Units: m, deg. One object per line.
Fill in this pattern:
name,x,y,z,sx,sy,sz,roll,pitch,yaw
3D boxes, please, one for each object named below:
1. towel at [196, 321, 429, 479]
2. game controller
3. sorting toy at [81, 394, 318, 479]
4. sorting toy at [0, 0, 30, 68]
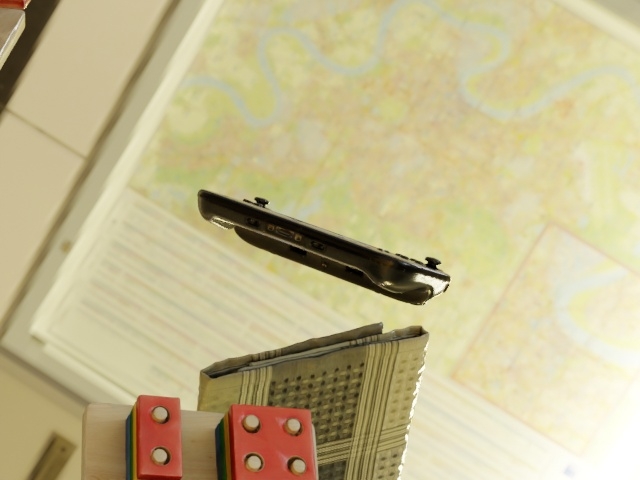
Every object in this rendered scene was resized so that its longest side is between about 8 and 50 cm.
towel,-0.021,0.245,1.763,0.312,0.056,0.324,-9,130,-23
game controller,0.000,0.000,1.683,0.166,0.319,0.067,34,78,-58
sorting toy,-0.111,0.282,1.427,0.089,0.257,0.255,123,-31,-51
sorting toy,-0.276,-0.118,0.933,0.274,0.132,0.046,-84,179,-57
